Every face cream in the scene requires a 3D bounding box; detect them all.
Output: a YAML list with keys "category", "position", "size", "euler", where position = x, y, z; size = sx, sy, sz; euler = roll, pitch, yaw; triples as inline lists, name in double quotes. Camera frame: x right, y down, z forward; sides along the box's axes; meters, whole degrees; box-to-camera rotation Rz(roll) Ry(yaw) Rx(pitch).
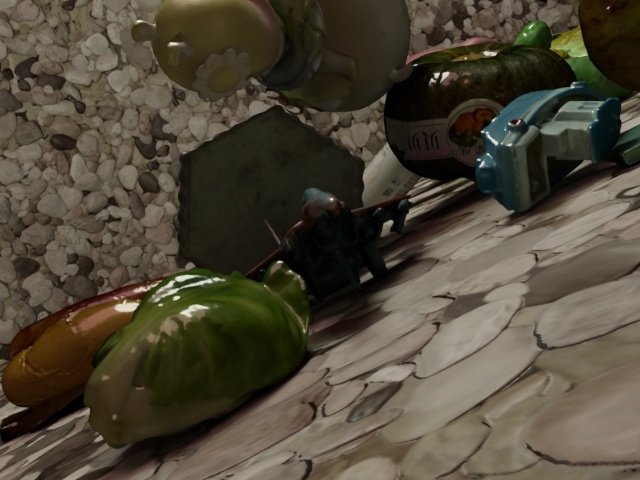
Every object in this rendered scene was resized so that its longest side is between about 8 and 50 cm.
- category: "face cream"
  position: [0.155, -0.154, 1.258]
  size: [0.269, 0.082, 0.082]
  euler: [-51, -7, 27]

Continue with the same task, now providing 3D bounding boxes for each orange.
- category: "orange"
  position: [0.476, -0.330, 1.538]
  size: [0.237, 0.158, 0.179]
  euler: [-27, 20, -17]

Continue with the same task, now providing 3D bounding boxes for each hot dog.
- category: "hot dog"
  position: [-0.256, 0.115, 0.960]
  size: [0.326, 0.107, 0.194]
  euler: [-27, 4, -15]

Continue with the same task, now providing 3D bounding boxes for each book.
- category: "book"
  position: [0.327, -0.105, 0.761]
  size: [0.103, 0.017, 0.135]
  euler: [-28, 4, 12]

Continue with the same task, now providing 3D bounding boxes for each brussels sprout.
- category: "brussels sprout"
  position: [-0.088, 0.079, 0.579]
  size: [0.139, 0.100, 0.181]
  euler: [5, 15, 42]

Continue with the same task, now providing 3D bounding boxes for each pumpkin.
- category: "pumpkin"
  position: [0.210, -0.160, 1.069]
  size: [0.261, 0.189, 0.260]
  euler: [-7, 22, 3]

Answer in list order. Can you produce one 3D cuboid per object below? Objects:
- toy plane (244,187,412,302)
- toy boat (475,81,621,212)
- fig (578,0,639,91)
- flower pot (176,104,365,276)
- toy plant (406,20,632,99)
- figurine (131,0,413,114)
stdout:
- category: "toy plane"
  position: [0.003, 0.007, 0.715]
  size: [0.223, 0.104, 0.326]
  euler: [-27, 1, -7]
- category: "toy boat"
  position: [0.241, -0.097, 0.769]
  size: [0.102, 0.088, 0.215]
  euler: [9, 31, 40]
- category: "fig"
  position: [0.495, -0.275, 1.006]
  size: [0.217, 0.216, 0.321]
  euler: [-28, 34, -24]
- category: "flower pot"
  position: [-0.063, -0.037, 0.965]
  size: [0.209, 0.239, 0.189]
  euler: [-56, 8, -2]
- category: "toy plant"
  position: [0.310, -0.250, 1.351]
  size: [0.356, 0.210, 0.317]
  euler: [-3, 19, 46]
- category: "figurine"
  position: [-0.044, -0.266, 0.924]
  size: [0.394, 0.227, 0.274]
  euler: [-23, -40, -46]
